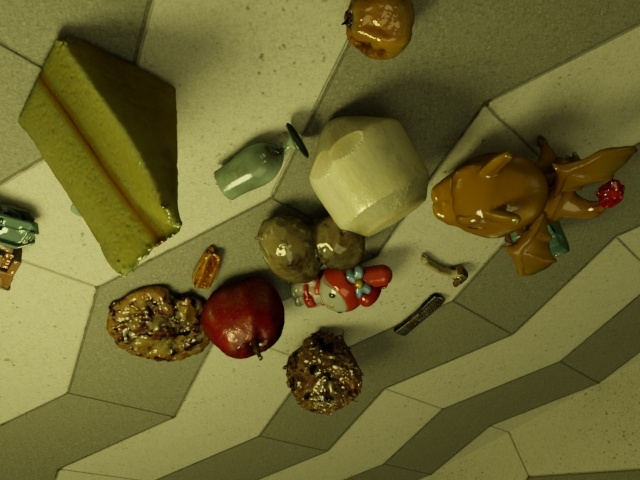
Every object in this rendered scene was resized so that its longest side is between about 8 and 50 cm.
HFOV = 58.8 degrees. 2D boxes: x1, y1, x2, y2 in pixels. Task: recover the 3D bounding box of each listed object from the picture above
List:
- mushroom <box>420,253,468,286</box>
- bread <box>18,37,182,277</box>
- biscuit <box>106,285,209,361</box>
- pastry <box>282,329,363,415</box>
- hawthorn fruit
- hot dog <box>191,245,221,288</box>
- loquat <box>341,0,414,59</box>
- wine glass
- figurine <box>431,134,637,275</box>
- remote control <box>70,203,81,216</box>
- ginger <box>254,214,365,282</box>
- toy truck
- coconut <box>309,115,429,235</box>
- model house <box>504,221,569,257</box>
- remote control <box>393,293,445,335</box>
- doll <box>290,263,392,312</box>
[{"bbox_3d":[0.368,0.087,1.696,0.187,0.061,0.060,21,132,-28],"label":"mushroom"},{"bbox_3d":[-0.390,-0.140,1.006,0.245,0.362,0.233,20,128,-36],"label":"bread"},{"bbox_3d":[-0.445,0.255,1.614,0.289,0.081,0.334,-20,139,6],"label":"biscuit"},{"bbox_3d":[0.017,0.420,1.795,0.275,0.275,0.193,-38,154,22],"label":"pastry"},{"bbox_3d":[-0.199,0.222,1.524,0.230,0.266,0.210,-5,118,-17],"label":"hawthorn fruit"},{"bbox_3d":[-0.300,0.073,1.494,0.062,0.038,0.144,10,130,-22],"label":"hot dog"},{"bbox_3d":[0.109,-0.407,1.058,0.137,0.113,0.137,2,141,1],"label":"loquat"},{"bbox_3d":[-0.133,-0.169,1.248,0.202,0.093,0.093,-31,136,12],"label":"wine glass"},{"bbox_3d":[0.504,-0.121,1.362,0.387,0.268,0.401,-3,144,-29],"label":"figurine"},{"bbox_3d":[-0.481,-0.067,1.300,0.162,0.029,0.061,18,130,-37],"label":"remote control"},{"bbox_3d":[0.000,0.000,1.439,0.304,0.155,0.245,-22,131,-5],"label":"ginger"},{"bbox_3d":[-0.786,-0.031,1.178,0.338,0.133,0.184,26,113,-40],"label":"toy truck"},{"bbox_3d":[0.097,-0.153,1.238,0.237,0.266,0.237,-29,178,-1],"label":"coconut"},{"bbox_3d":[0.608,-0.008,1.616,0.148,0.148,0.119,-27,142,32],"label":"model house"},{"bbox_3d":[0.325,0.246,1.870,0.059,0.028,0.212,23,125,-30],"label":"remote control"},{"bbox_3d":[0.063,0.131,1.594,0.290,0.130,0.161,-9,133,14],"label":"doll"}]
